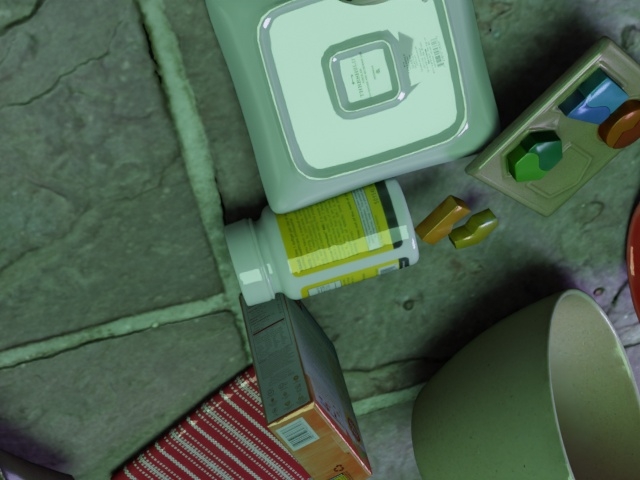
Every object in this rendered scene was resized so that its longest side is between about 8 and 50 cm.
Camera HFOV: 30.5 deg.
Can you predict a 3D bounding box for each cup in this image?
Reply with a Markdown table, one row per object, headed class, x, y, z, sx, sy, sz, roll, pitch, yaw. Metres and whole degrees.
| class | x | y | z | sx | sy | sz | roll | pitch | yaw |
| --- | --- | --- | --- | --- | --- | --- | --- | --- | --- |
| cup | 0.260 | 0.249 | 1.527 | 0.237 | 0.331 | 0.331 | -17 | 133 | 31 |

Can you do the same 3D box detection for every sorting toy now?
| class | x | y | z | sx | sy | sz | roll | pitch | yaw |
| --- | --- | --- | --- | --- | --- | --- | --- | --- | --- |
| sorting toy | 0.264 | -0.086 | 1.363 | 0.307 | 0.041 | 0.229 | -45 | 147 | 19 |

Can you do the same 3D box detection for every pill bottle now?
| class | x | y | z | sx | sy | sz | roll | pitch | yaw |
| --- | --- | --- | --- | --- | --- | --- | --- | --- | --- |
| pill bottle | 0.000 | 0.000 | 1.367 | 0.208 | 0.119 | 0.119 | -17 | 128 | -2 |

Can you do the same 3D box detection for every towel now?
| class | x | y | z | sx | sy | sz | roll | pitch | yaw |
| --- | --- | --- | --- | --- | --- | --- | --- | --- | --- |
| towel | -0.129 | 0.306 | 1.608 | 0.275 | 0.031 | 0.199 | -39 | 117 | 14 |

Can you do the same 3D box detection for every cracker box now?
| class | x | y | z | sx | sy | sz | roll | pitch | yaw |
| --- | --- | --- | --- | --- | --- | --- | --- | --- | --- |
| cracker box | -0.021 | 0.172 | 1.417 | 0.067 | 0.232 | 0.156 | -28 | 127 | 9 |

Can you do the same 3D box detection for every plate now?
| class | x | y | z | sx | sy | sz | roll | pitch | yaw |
| --- | --- | --- | --- | --- | --- | --- | --- | --- | --- |
| plate | 0.045 | -0.181 | 1.252 | 0.278 | 0.045 | 0.277 | -17 | 114 | -2 |

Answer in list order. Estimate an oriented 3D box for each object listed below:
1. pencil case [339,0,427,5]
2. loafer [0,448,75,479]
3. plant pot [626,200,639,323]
| class | x | y | z | sx | sy | sz | roll | pitch | yaw |
| --- | --- | --- | --- | --- | --- | --- | --- | --- | --- |
| pencil case | -0.015 | -0.396 | 1.030 | 0.160 | 0.183 | 0.410 | -32 | 128 | 9 |
| loafer | -0.389 | 0.330 | 1.528 | 0.130 | 0.134 | 0.366 | -35 | 140 | -16 |
| plant pot | 0.557 | 0.032 | 1.460 | 0.243 | 0.275 | 0.275 | -12 | 129 | -18 |
